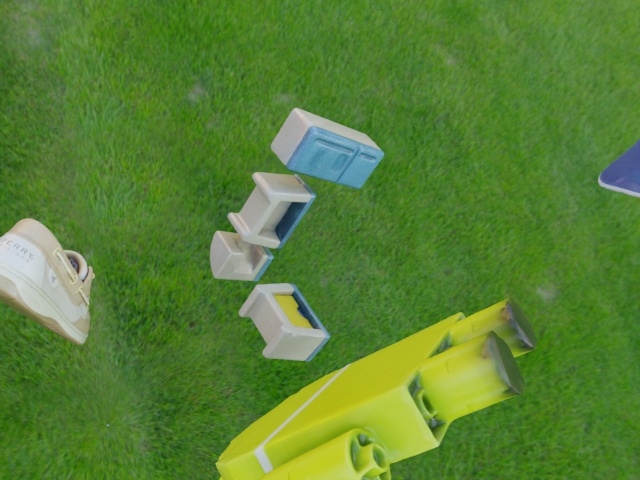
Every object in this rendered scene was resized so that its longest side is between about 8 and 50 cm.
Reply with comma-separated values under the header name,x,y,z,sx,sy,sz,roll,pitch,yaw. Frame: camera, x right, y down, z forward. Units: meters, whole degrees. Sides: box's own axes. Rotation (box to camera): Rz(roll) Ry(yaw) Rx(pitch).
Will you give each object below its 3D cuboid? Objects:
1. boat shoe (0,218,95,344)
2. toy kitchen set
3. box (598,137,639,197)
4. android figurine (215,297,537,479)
name,x,y,z,sx,sy,sz,roll,pitch,yaw
boat shoe,-0.198,0.034,0.444,0.063,0.170,0.059,28,69,1
toy kitchen set,0.000,0.000,0.640,0.122,0.207,0.166,8,36,-47
box,0.264,-0.066,0.284,0.225,0.136,0.036,-36,120,-10
android figurine,0.031,0.133,0.460,0.056,0.273,0.248,59,25,5
